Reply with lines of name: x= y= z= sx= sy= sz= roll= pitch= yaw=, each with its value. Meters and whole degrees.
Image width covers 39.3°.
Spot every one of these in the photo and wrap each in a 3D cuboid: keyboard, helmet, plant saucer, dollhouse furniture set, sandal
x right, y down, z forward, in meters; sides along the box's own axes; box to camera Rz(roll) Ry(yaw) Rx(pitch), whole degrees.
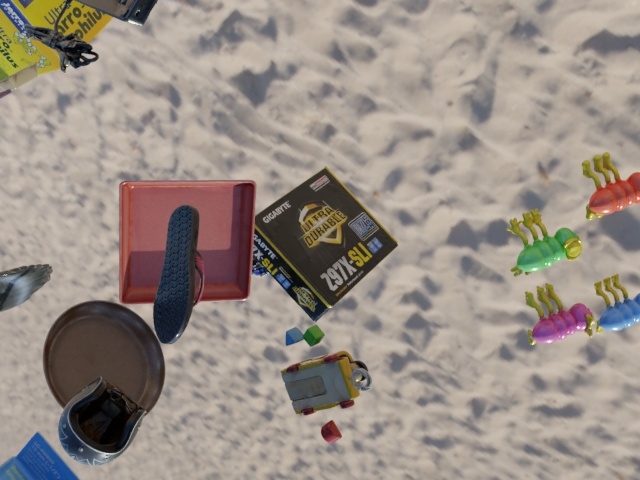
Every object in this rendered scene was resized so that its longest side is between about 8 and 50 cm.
keyboard: x=-0.283 y=-0.304 z=1.076 sx=0.033 sy=0.201 sz=0.317 roll=31 pitch=-179 yaw=-43
helmet: x=-0.453 y=0.376 z=1.831 sx=0.169 sy=0.161 sz=0.169 roll=36 pitch=168 yaw=9
plant saucer: x=-0.262 y=-0.003 z=1.747 sx=0.047 sy=0.259 sz=0.258 roll=-124 pitch=36 yaw=-62
dollhouse furniture set: x=-0.489 y=-0.253 z=1.325 sx=0.091 sy=0.114 sz=0.081 roll=-10 pitch=115 yaw=35
sandal: x=-0.166 y=0.042 z=1.108 sx=0.067 sy=0.179 sz=0.040 roll=-13 pitch=152 yaw=37
plant saucer: x=-0.512 y=0.293 z=2.108 sx=0.310 sy=0.310 sz=0.050 roll=45 pitch=137 yaw=-16

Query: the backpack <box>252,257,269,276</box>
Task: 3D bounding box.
backpack: x=-0.122 y=0.007 z=2.108 sx=0.173 sy=0.158 sz=0.116 roll=-7 pitch=120 yaw=12

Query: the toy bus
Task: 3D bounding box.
toy bus: x=0.026 y=0.254 z=1.663 sx=0.202 sy=0.104 sz=0.190 roll=34 pitch=123 yaw=28

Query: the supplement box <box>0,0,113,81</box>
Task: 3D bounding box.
supplement box: x=-0.657 y=-0.480 z=1.953 sx=0.357 sy=0.194 sz=0.195 roll=-2 pitch=136 yaw=41

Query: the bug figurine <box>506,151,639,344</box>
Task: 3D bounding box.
bug figurine: x=0.355 y=0.038 z=1.170 sx=0.072 sy=0.216 sz=0.279 roll=-131 pitch=21 yaw=-57

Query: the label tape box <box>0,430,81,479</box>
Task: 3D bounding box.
label tape box: x=-0.443 y=0.476 z=1.267 sx=0.249 sy=0.115 sz=0.347 roll=47 pitch=115 yaw=6

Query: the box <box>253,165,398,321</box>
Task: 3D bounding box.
box: x=0.000 y=0.000 z=1.995 sx=0.257 sy=0.322 sz=0.079 roll=49 pitch=131 yaw=3

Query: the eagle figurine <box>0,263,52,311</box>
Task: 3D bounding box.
eagle figurine: x=-0.509 y=0.114 z=1.138 sx=0.226 sy=0.298 sz=0.225 roll=30 pitch=138 yaw=-16
